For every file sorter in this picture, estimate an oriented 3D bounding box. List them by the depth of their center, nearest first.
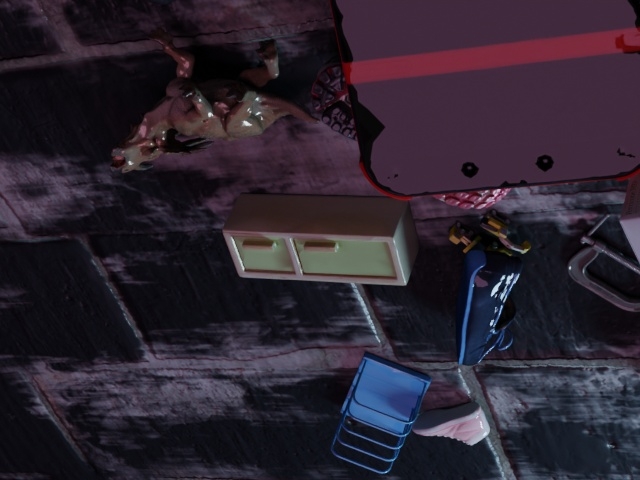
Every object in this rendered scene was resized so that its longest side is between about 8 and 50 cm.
[{"bbox_3d":[0.096,0.292,2.354,0.118,0.104,0.170,21,138,1],"label":"file sorter"}]

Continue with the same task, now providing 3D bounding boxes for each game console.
[{"bbox_3d":[0.213,-0.222,1.723,0.387,0.060,0.342,-5,111,16],"label":"game console"}]

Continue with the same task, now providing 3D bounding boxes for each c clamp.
[{"bbox_3d":[0.425,0.042,2.015,0.161,0.022,0.137,34,137,-12],"label":"c clamp"}]

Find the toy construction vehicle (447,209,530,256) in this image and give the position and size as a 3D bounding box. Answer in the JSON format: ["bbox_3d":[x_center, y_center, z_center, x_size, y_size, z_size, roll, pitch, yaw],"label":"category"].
[{"bbox_3d":[0.242,0.001,2.042,0.098,0.035,0.086,34,137,-13],"label":"toy construction vehicle"}]

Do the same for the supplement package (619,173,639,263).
[{"bbox_3d":[0.504,-0.053,1.754,0.203,0.194,0.149,-11,128,31],"label":"supplement package"}]

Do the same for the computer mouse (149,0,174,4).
[{"bbox_3d":[-0.175,-0.383,1.821,0.071,0.041,0.242,31,137,-9],"label":"computer mouse"}]

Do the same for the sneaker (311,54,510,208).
[{"bbox_3d":[0.133,-0.155,1.867,0.299,0.112,0.121,34,115,-7],"label":"sneaker"}]

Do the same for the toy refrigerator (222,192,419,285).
[{"bbox_3d":[0.000,0.000,2.102,0.269,0.094,0.102,3,135,21],"label":"toy refrigerator"}]

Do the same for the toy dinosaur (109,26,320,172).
[{"bbox_3d":[-0.144,-0.177,1.969,0.296,0.127,0.200,4,144,3],"label":"toy dinosaur"}]

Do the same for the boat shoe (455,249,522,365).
[{"bbox_3d":[0.249,0.112,2.091,0.089,0.109,0.258,-1,150,-2],"label":"boat shoe"}]

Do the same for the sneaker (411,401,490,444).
[{"bbox_3d":[0.221,0.316,2.363,0.134,0.051,0.070,-18,119,31],"label":"sneaker"}]
